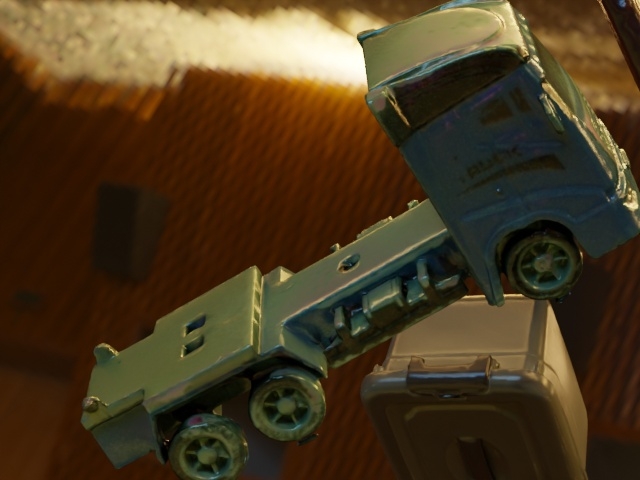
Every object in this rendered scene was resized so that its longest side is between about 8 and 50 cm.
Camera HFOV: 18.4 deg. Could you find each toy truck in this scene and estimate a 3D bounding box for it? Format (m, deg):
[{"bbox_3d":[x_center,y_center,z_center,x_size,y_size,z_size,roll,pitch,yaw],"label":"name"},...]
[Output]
[{"bbox_3d":[0.000,0.000,0.571,0.081,0.175,0.067,55,13,-22],"label":"toy truck"}]

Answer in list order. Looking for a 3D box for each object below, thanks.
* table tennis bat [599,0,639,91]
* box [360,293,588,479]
[{"bbox_3d":[0.187,-0.145,1.230,0.051,0.268,0.414,-25,-40,10],"label":"table tennis bat"},{"bbox_3d":[0.107,0.107,1.255,0.124,0.092,0.172,-2,-42,20],"label":"box"}]
